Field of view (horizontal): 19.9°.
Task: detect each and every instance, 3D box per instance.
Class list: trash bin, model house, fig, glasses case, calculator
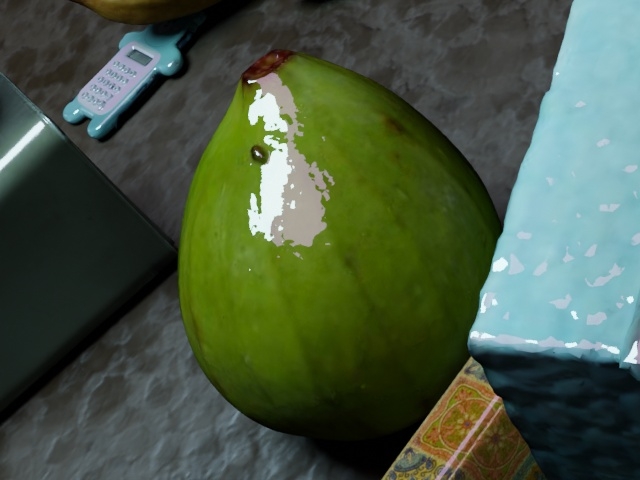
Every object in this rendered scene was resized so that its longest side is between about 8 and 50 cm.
[{"bbox_3d":[-0.248,0.026,1.302,0.240,0.164,0.122,-45,39,-3],"label":"trash bin"},{"bbox_3d":[0.248,0.009,0.903,0.249,0.230,0.280,4,58,28],"label":"model house"},{"bbox_3d":[0.000,0.000,1.087,0.203,0.225,0.203,-22,19,8],"label":"fig"},{"bbox_3d":[0.083,0.133,1.006,0.049,0.075,0.218,22,67,44],"label":"glasses case"},{"bbox_3d":[-0.150,-0.142,1.492,0.141,0.019,0.094,-47,37,-10],"label":"calculator"}]

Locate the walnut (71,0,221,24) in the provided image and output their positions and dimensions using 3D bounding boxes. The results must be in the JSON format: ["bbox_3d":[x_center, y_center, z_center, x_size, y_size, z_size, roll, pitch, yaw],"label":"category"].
[{"bbox_3d":[-0.121,-0.236,1.468,0.207,0.115,0.116,-28,36,-18],"label":"walnut"}]
